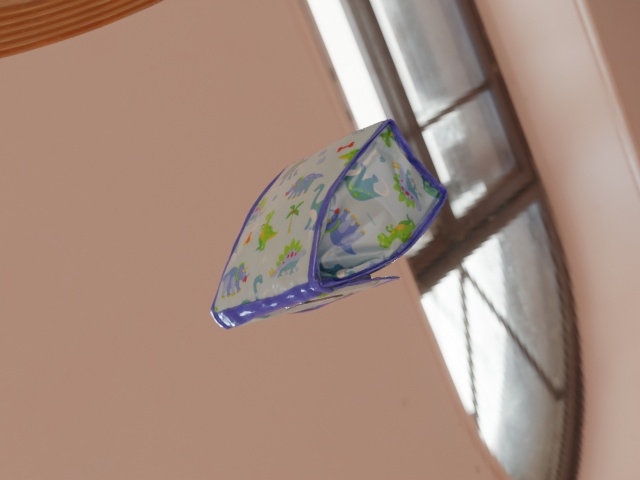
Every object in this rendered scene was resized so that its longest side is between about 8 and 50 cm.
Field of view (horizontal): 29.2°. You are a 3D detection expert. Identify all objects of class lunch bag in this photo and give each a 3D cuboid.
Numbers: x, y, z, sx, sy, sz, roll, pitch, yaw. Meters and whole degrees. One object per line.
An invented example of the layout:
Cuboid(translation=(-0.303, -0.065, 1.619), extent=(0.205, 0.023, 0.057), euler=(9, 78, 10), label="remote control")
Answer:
Cuboid(translation=(0.000, 0.000, 0.884), extent=(0.129, 0.096, 0.151), euler=(-24, -160, 50), label="lunch bag")

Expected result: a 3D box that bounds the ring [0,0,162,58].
Cuboid(translation=(-0.101, -0.161, 0.479), extent=(0.337, 0.032, 0.336), euler=(-25, 170, -5), label="ring")
